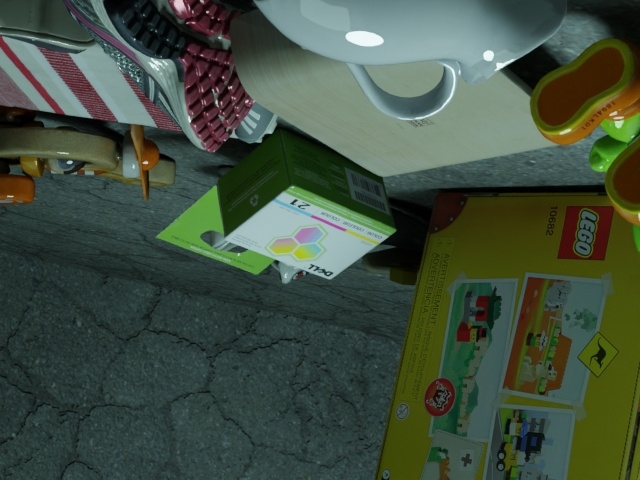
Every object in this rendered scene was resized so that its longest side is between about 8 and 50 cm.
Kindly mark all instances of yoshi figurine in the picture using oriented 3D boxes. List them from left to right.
[{"bbox_3d":[0.316,-0.039,1.137,0.203,0.203,0.362,2,171,39],"label":"yoshi figurine"}]

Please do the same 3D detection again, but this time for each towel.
[{"bbox_3d":[-0.251,-0.188,1.458,0.329,0.037,0.237,9,167,9],"label":"towel"}]

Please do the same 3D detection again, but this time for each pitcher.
[{"bbox_3d":[0.043,-0.164,0.927,0.207,0.125,0.178,13,136,-30],"label":"pitcher"}]

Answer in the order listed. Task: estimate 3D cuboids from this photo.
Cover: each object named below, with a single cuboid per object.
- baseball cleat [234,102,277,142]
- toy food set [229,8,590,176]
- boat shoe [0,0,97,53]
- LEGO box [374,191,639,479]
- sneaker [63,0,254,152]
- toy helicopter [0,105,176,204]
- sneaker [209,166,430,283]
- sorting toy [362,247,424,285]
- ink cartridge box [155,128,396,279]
[{"bbox_3d":[-0.075,-0.163,1.326,0.109,0.072,0.206,22,158,-13],"label":"baseball cleat"},{"bbox_3d":[0.093,-0.149,1.171,0.220,0.092,0.306,-8,161,32],"label":"toy food set"},{"bbox_3d":[-0.310,-0.223,1.231,0.206,0.075,0.065,15,167,-36],"label":"boat shoe"},{"bbox_3d":[0.286,0.198,1.584,0.372,0.500,0.193,2,165,46],"label":"LEGO box"},{"bbox_3d":[-0.135,-0.187,1.134,0.112,0.121,0.299,25,163,28],"label":"sneaker"},{"bbox_3d":[-0.291,-0.113,1.739,0.235,0.140,0.355,-2,175,24],"label":"toy helicopter"},{"bbox_3d":[0.000,0.000,1.851,0.330,0.146,0.122,10,168,3],"label":"sneaker"},{"bbox_3d":[0.182,0.050,1.908,0.229,0.041,0.307,8,-171,27],"label":"sorting toy"},{"bbox_3d":[-0.060,-0.010,1.670,0.189,0.097,0.255,22,133,-39],"label":"ink cartridge box"}]
